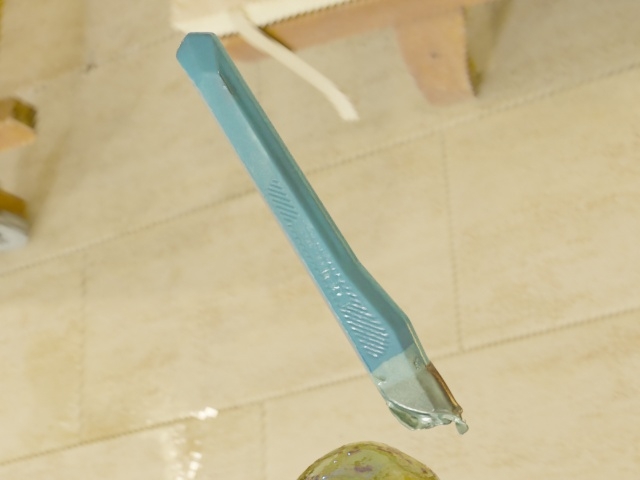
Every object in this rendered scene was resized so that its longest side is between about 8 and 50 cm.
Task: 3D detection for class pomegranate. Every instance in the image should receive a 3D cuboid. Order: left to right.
[{"bbox_3d":[0.069,0.327,1.645,0.246,0.198,0.198,22,85,41],"label":"pomegranate"}]

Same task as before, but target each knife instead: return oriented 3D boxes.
[{"bbox_3d":[0.001,-0.001,0.930,0.044,0.026,0.296,-25,100,35],"label":"knife"}]
